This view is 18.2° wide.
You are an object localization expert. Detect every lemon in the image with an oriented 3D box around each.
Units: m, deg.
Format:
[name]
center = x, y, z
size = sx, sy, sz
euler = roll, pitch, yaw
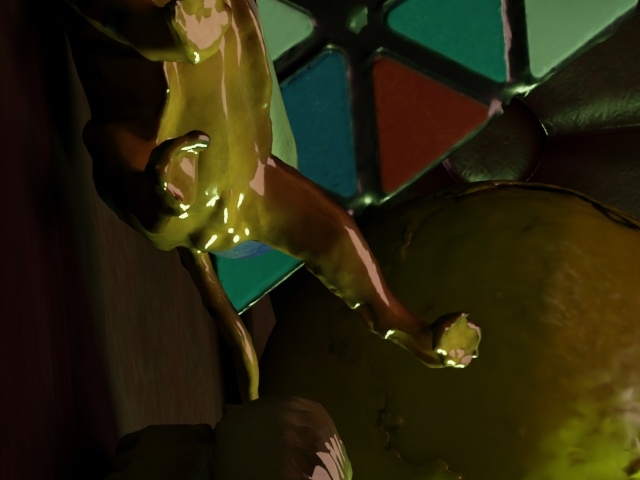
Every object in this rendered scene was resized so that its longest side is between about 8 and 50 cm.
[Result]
[lemon]
center = 0.098, 0.110, 1.110
size = 0.297, 0.297, 0.297
euler = -6, 90, -88

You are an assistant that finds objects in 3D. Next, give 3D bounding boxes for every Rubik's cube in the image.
[Rubik's cube]
center = -0.029, -0.079, 1.072
size = 0.234, 0.284, 0.250
euler = 10, -99, 70

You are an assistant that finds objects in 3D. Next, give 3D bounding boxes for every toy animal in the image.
[toy animal]
center = -0.033, -0.027, 0.600
size = 0.116, 0.114, 0.255
euler = 19, -57, 47

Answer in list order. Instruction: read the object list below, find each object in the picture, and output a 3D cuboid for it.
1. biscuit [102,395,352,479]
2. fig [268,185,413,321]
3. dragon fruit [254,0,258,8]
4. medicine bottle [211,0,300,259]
[biscuit]
center = -0.016, 0.167, 0.556
size = 0.259, 0.079, 0.259
euler = -5, 90, -88
[fig]
center = 0.000, 0.000, 1.238
size = 0.117, 0.117, 0.177
euler = -92, -176, -60
[dragon fruit]
center = -0.023, -0.162, 0.812
size = 0.138, 0.142, 0.175
euler = -60, 143, -15
[medicine bottle]
center = -0.041, -0.042, 0.757
size = 0.231, 0.059, 0.059
euler = 76, 9, -77
